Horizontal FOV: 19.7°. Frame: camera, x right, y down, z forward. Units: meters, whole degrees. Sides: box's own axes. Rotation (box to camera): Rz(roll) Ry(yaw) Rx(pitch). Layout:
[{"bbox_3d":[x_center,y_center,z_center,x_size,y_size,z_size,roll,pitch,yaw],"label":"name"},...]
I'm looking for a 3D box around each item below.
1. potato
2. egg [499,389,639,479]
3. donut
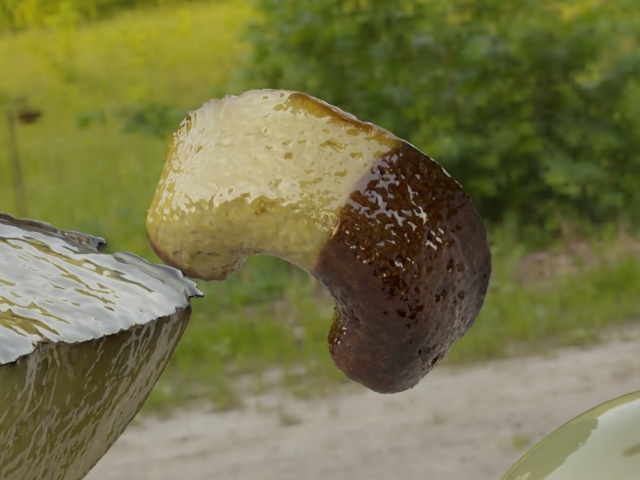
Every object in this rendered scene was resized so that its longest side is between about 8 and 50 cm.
[{"bbox_3d":[-0.157,0.049,0.701,0.138,0.098,0.243,25,13,15],"label":"potato"},{"bbox_3d":[0.169,0.171,0.923,0.242,0.186,0.186,-28,3,22],"label":"egg"},{"bbox_3d":[-0.001,-0.002,1.082,0.217,0.141,0.085,29,53,0],"label":"donut"}]
